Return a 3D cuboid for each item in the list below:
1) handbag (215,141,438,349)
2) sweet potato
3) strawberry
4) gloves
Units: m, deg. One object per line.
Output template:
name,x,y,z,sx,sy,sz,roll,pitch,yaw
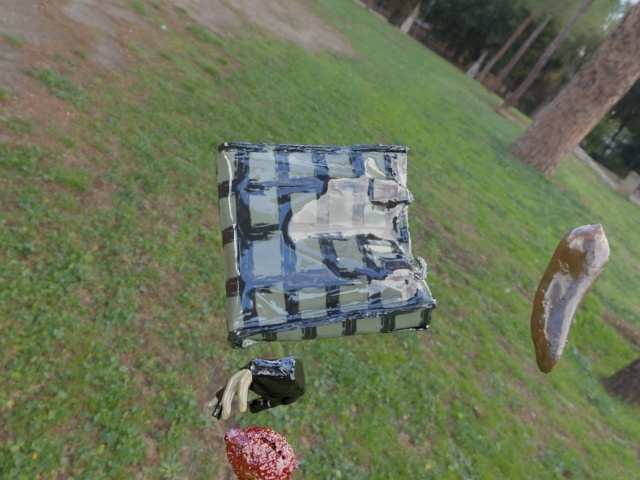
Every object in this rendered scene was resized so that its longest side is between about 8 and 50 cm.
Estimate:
handbag,0.000,0.000,0.924,0.327,0.162,0.325,-5,74,-4
sweet potato,0.452,0.103,1.050,0.097,0.291,0.097,23,-2,1
strawberry,-0.149,0.561,1.488,0.174,0.098,0.228,-44,118,-36
gloves,-0.185,0.429,1.611,0.152,0.301,0.197,60,-4,44
